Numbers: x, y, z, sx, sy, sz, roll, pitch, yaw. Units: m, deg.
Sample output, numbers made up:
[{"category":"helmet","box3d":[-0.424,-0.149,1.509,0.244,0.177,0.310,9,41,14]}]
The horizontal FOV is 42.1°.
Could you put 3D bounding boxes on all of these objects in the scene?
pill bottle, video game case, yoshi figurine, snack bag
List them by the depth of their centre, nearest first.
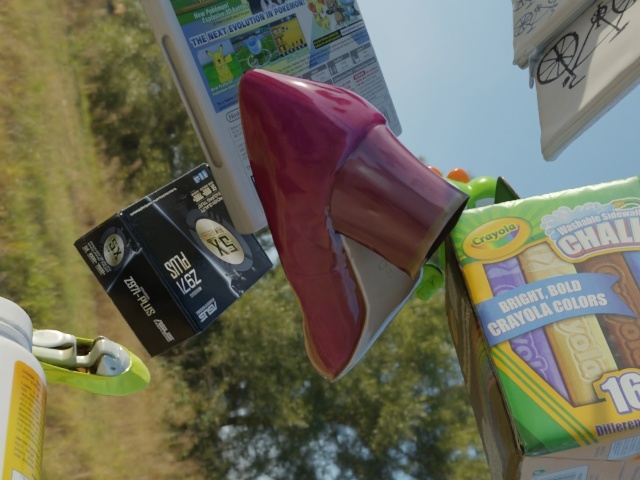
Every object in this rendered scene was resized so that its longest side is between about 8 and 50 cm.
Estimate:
[{"category":"pill bottle","box3d":[-0.311,0.167,0.723,0.246,0.136,0.136,-105,-170,-47]},{"category":"snack bag","box3d":[0.304,-0.277,0.829,0.323,0.037,0.342,-47,-154,45]},{"category":"video game case","box3d":[-0.042,-0.208,0.965,0.036,0.329,0.300,-9,-71,41]},{"category":"yoshi figurine","box3d":[0.139,0.021,1.256,0.203,0.362,0.203,-145,-144,-65]}]

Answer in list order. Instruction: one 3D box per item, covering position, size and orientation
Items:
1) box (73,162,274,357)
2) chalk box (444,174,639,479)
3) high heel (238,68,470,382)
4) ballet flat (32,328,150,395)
[{"category":"box","box3d":[-0.153,0.016,0.910,0.147,0.077,0.180,58,31,-6]},{"category":"chalk box","box3d":[0.212,0.071,0.727,0.180,0.179,0.289,78,2,-53]},{"category":"high heel","box3d":[0.000,0.000,0.729,0.181,0.127,0.377,37,-30,9]},{"category":"ballet flat","box3d":[-0.328,0.159,1.124,0.077,0.231,0.077,-53,-143,33]}]
